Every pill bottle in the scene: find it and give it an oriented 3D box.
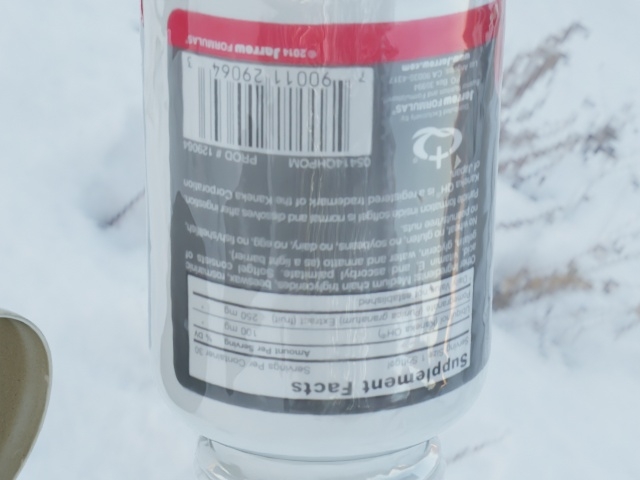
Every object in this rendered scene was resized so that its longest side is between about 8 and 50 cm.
[{"bbox_3d":[0.000,0.000,0.887,0.176,0.318,0.176,1,21,0],"label":"pill bottle"}]

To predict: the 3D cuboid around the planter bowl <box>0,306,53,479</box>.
[{"bbox_3d":[-0.231,0.083,0.899,0.109,0.162,0.162,29,42,24],"label":"planter bowl"}]
